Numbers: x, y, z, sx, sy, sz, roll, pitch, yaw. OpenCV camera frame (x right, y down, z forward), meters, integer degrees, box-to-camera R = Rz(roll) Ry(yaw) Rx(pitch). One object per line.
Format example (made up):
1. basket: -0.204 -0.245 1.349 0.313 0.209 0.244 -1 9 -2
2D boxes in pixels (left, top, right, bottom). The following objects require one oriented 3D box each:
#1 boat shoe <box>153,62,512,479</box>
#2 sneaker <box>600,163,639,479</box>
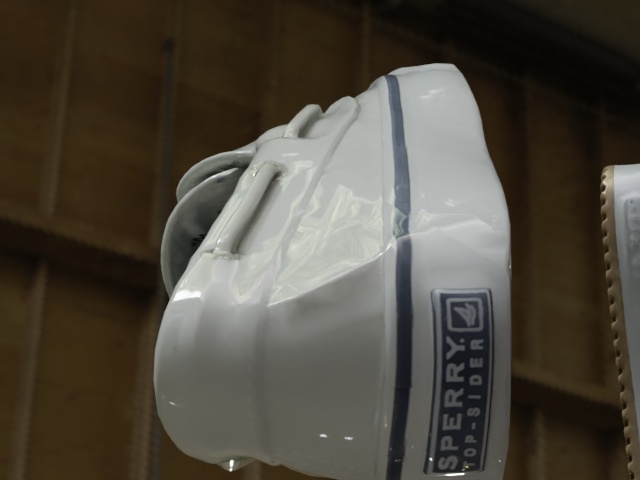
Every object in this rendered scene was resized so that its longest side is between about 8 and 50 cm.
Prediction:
1. boat shoe: 0.000 0.000 0.470 0.084 0.258 0.095 1 -84 0
2. sneaker: 0.222 0.092 0.824 0.099 0.153 0.282 35 -132 -74
